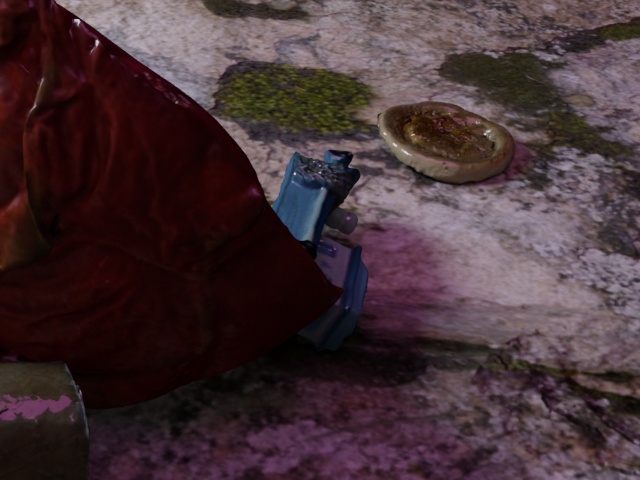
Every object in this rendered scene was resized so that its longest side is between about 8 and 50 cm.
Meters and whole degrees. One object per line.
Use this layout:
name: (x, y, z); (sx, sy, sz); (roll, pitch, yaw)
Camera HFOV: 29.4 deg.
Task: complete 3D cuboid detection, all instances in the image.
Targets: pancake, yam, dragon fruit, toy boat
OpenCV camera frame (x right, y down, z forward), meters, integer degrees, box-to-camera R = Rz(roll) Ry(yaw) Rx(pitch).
pancake: (0.129, -0.108, 1.275); (0.151, 0.025, 0.152); (5, 35, -4)
yam: (-0.284, 0.135, 0.781); (0.259, 0.106, 0.106); (-4, 35, -18)
dragon fruit: (-0.190, -0.055, 0.864); (0.302, 0.330, 0.240); (-24, 31, 1)
toy boat: (0.000, 0.000, 1.034); (0.098, 0.109, 0.238); (25, 37, -8)
